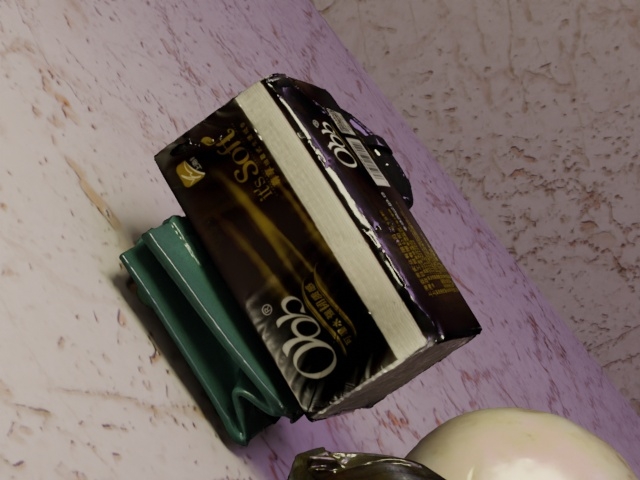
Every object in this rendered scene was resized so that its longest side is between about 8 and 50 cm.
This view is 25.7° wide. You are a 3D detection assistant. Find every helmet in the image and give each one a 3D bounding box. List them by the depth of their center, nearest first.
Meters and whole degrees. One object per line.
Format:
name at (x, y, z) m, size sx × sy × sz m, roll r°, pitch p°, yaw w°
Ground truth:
helmet at (0.009, -0.101, 2.244) m, size 0.279 × 0.160 × 0.230 m, roll 23°, pitch 33°, yaw -34°

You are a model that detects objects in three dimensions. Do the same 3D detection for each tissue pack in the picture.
tissue pack at (0.000, 0.000, 1.607) m, size 0.370 × 0.198 × 0.210 m, roll 59°, pitch 22°, yaw 14°

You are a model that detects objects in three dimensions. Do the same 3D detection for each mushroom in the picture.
mushroom at (0.223, 0.395, 1.700) m, size 0.353 × 0.353 × 0.325 m, roll 54°, pitch 37°, yaw -4°

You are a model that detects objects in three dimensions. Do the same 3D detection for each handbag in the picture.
handbag at (-0.106, 0.094, 1.656) m, size 0.274 × 0.100 × 0.269 m, roll 54°, pitch 20°, yaw 0°

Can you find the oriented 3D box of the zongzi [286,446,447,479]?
zongzi at (0.166, 0.407, 1.373) m, size 0.432 × 0.207 × 0.403 m, roll 15°, pitch 34°, yaw -12°
